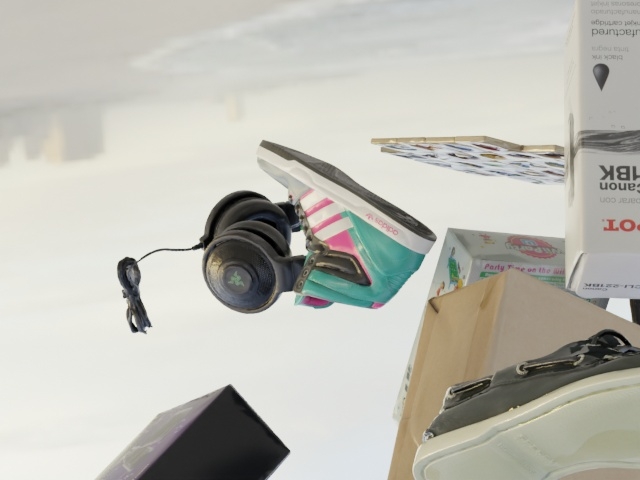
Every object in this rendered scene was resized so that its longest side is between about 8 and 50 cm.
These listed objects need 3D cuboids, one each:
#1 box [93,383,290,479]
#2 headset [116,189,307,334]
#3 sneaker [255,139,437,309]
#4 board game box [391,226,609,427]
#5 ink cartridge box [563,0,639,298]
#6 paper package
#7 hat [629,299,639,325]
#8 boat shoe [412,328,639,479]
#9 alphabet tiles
[{"bbox_3d":[-0.179,0.276,1.586,0.261,0.103,0.184,-46,-173,-33],"label":"box"},{"bbox_3d":[-0.109,0.040,2.415,0.394,0.185,0.243,-7,-158,0],"label":"headset"},{"bbox_3d":[0.000,0.000,2.107,0.295,0.178,0.124,35,-168,32],"label":"sneaker"},{"bbox_3d":[0.248,0.144,2.169,0.224,0.303,0.097,5,-155,-22],"label":"board game box"},{"bbox_3d":[0.334,-0.089,1.506,0.197,0.273,0.114,2,160,3],"label":"ink cartridge box"},{"bbox_3d":[0.268,0.231,1.839,0.325,0.309,0.168,24,155,-23],"label":"paper package"},{"bbox_3d":[0.490,0.126,2.149,0.134,0.331,0.331,4,-172,16],"label":"hat"},{"bbox_3d":[0.230,0.132,1.353,0.340,0.127,0.113,-28,-147,39],"label":"boat shoe"},{"bbox_3d":[0.240,-0.098,1.980,0.285,0.011,0.342,12,176,-33],"label":"alphabet tiles"}]
